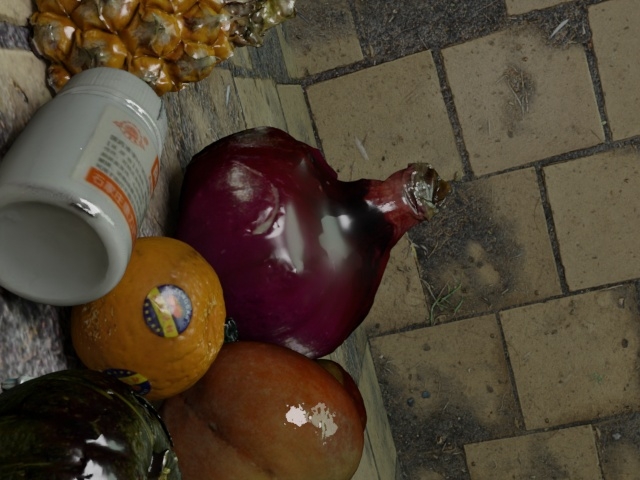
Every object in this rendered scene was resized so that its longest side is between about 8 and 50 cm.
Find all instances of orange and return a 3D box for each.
[{"bbox_3d":[-0.182,0.082,0.768,0.177,0.155,0.178,-10,90,-69],"label":"orange"}]

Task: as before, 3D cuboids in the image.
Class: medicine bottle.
[{"bbox_3d":[-0.235,-0.066,0.711,0.252,0.144,0.145,-92,165,-50],"label":"medicine bottle"}]

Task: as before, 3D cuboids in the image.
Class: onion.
[{"bbox_3d":[0.000,0.000,1.122,0.398,0.420,0.399,-9,90,-75],"label":"onion"}]

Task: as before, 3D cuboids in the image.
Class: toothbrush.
[{"bbox_3d":[-0.234,0.163,0.741,0.263,0.026,0.022,51,33,-67],"label":"toothbrush"}]

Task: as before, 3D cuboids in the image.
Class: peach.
[{"bbox_3d":[-0.081,0.242,0.857,0.252,0.252,0.253,-13,90,-80],"label":"peach"}]

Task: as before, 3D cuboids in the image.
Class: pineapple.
[{"bbox_3d":[-0.190,-0.331,0.883,0.344,0.286,0.209,-94,166,-47],"label":"pineapple"}]

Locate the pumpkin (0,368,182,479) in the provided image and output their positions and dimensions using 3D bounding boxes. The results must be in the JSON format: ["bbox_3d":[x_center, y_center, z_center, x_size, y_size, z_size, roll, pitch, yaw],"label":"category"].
[{"bbox_3d":[-0.185,0.220,0.565,0.238,0.159,0.238,-18,90,-82],"label":"pumpkin"}]

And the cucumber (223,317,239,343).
[{"bbox_3d":[-0.155,0.193,0.989,0.085,0.115,0.193,-29,118,-34],"label":"cucumber"}]

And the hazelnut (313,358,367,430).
[{"bbox_3d":[-0.030,0.282,1.166,0.181,0.212,0.181,-27,112,-80],"label":"hazelnut"}]
